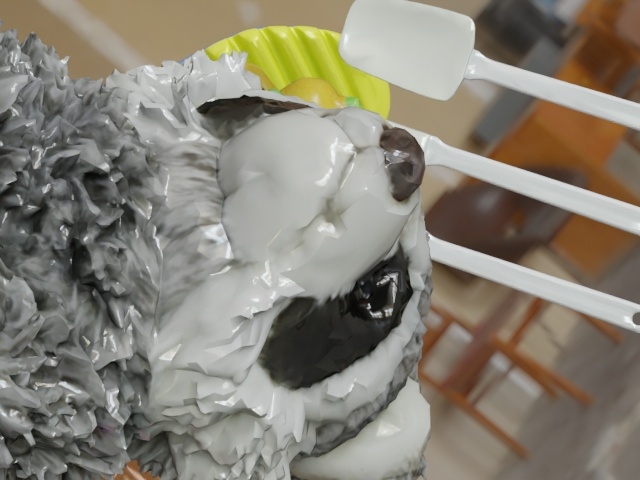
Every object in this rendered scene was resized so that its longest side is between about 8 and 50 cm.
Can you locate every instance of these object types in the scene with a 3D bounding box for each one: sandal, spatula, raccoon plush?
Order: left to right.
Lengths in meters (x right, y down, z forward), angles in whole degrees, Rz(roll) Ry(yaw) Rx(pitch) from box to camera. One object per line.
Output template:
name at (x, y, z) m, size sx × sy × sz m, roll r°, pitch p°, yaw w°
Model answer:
raccoon plush at (-0.168, 0.016, 0.727) m, size 0.446 × 0.299 × 0.216 m, roll -3°, pitch 78°, yaw 37°
sandal at (-0.103, -0.085, 1.407) m, size 0.317 × 0.126 × 0.138 m, roll -14°, pitch 10°, yaw -14°
spatula at (0.112, -0.045, 1.176) m, size 0.019 × 0.242 × 0.168 m, roll 8°, pitch -80°, yaw -79°

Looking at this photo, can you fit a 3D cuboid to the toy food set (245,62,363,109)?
toy food set at (0.000, 0.000, 0.992) m, size 0.128 × 0.071 × 0.218 m, roll 54°, pitch -150°, yaw -56°

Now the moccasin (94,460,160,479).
moccasin at (-0.198, 0.146, 1.248) m, size 0.147 × 0.380 × 0.139 m, roll -43°, pitch 2°, yaw -25°
